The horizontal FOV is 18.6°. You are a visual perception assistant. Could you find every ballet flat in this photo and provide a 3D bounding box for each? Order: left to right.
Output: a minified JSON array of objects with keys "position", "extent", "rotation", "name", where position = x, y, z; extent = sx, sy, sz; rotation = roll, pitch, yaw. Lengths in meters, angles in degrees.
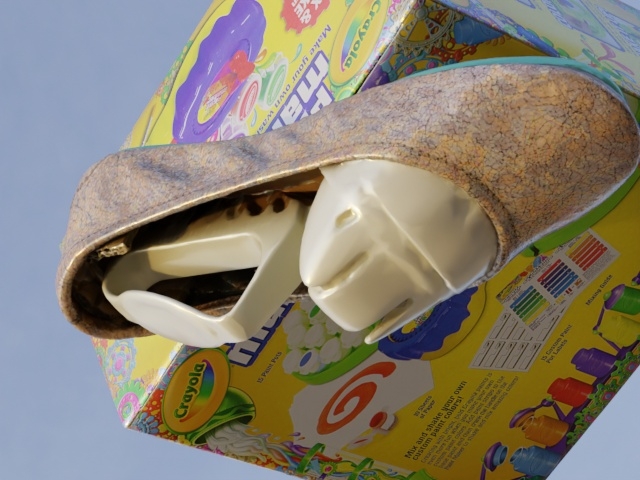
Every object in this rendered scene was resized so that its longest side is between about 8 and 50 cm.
[{"position":[0.000,0.000,0.891],"extent":[0.107,0.316,0.106],"rotation":[50,-133,-30],"name":"ballet flat"}]

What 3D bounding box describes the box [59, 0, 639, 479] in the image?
[{"position":[0.053,-0.017,1.120],"extent":[0.279,0.177,0.290],"rotation":[21,-64,-33],"name":"box"}]
